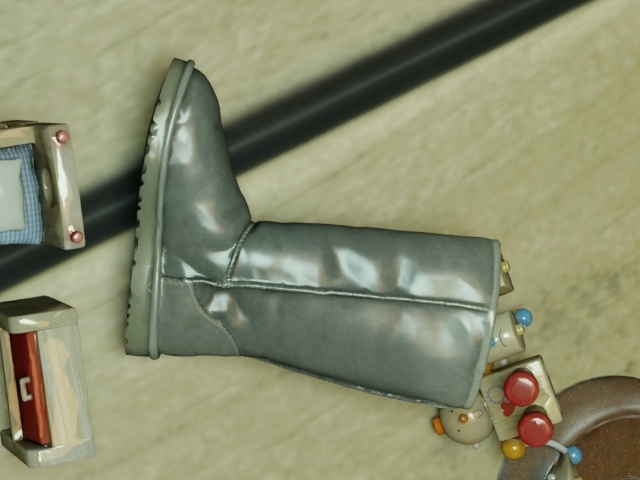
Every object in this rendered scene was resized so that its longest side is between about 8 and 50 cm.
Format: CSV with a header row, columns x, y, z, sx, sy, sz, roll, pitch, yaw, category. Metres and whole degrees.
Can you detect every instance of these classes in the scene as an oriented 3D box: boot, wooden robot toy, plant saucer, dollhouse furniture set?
x,y,z,sx,sy,sz,roll,pitch,yaw,category
0.000,-0.002,1.029,0.209,0.076,0.189,6,106,1,boot
0.101,0.096,1.106,0.079,0.076,0.173,-20,90,15,wooden robot toy
0.193,0.172,1.170,0.168,0.029,0.168,-1,94,-21,plant saucer
-0.194,0.036,0.951,0.129,0.129,0.183,-10,97,-21,dollhouse furniture set
